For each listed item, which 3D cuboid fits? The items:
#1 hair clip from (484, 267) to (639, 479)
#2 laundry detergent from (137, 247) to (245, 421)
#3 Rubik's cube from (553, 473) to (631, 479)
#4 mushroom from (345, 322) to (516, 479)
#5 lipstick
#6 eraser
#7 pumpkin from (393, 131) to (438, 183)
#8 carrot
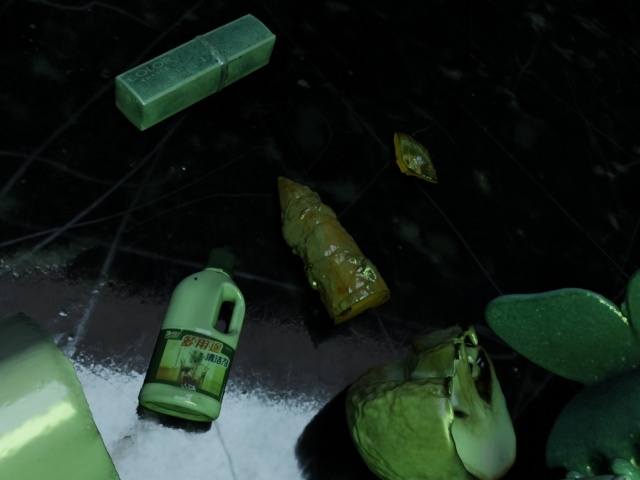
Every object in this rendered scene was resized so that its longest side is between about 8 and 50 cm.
[{"bbox_3d":[0.425,0.213,0.693,0.392,0.318,0.238,38,45,-10],"label":"hair clip"},{"bbox_3d":[-0.152,0.111,0.741,0.099,0.070,0.226,13,56,-3],"label":"laundry detergent"},{"bbox_3d":[0.209,0.406,0.549,0.259,0.256,0.253,-23,72,-24],"label":"Rubik's cube"},{"bbox_3d":[0.135,0.227,0.724,0.267,0.164,0.190,-28,98,-65],"label":"mushroom"},{"bbox_3d":[-0.202,-0.281,0.946,0.077,0.076,0.289,46,56,8],"label":"lipstick"},{"bbox_3d":[-0.303,0.197,0.552,0.150,0.331,0.331,-27,73,-29],"label":"eraser"},{"bbox_3d":[0.166,-0.143,1.028,0.073,0.035,0.101,9,54,-28],"label":"pumpkin"},{"bbox_3d":[0.000,0.000,0.858,0.102,0.102,0.263,-18,63,-28],"label":"carrot"}]
